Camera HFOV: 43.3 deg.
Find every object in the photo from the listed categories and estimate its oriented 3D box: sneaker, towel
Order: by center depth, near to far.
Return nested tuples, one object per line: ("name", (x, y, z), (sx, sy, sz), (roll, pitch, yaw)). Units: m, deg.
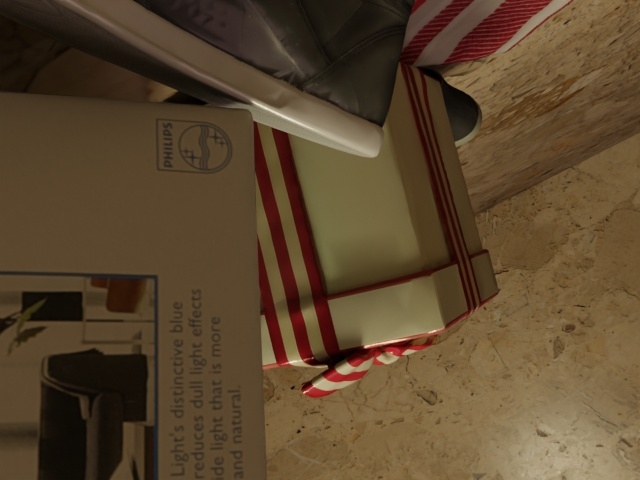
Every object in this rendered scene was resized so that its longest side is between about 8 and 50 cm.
("sneaker", (-0.065, -0.153, 0.380), (0.296, 0.146, 0.105), (19, -178, -38))
("towel", (0.144, -0.217, 0.717), (0.329, 0.037, 0.237), (-17, 169, -40))
("sneaker", (0.059, -0.131, 0.912), (0.222, 0.083, 0.118), (-22, 154, 25))

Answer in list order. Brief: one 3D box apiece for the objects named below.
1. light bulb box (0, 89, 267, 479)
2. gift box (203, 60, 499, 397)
("light bulb box", (-0.247, 0.084, 0.461), (0.361, 0.225, 0.358), (2, 162, -19))
("gift box", (0.000, 0.000, 0.748), (0.276, 0.258, 0.255), (-17, 177, 28))
